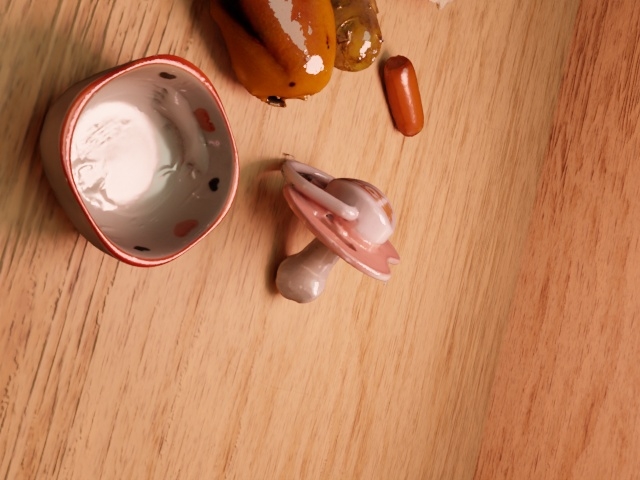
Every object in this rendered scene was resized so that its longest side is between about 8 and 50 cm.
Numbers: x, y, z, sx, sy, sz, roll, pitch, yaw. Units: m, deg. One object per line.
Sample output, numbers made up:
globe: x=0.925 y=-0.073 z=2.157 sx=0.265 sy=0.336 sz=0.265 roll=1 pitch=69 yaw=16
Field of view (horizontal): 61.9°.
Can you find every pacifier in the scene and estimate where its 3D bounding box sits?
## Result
pacifier: x=0.031 y=-0.010 z=0.962 sx=0.332 sy=0.220 sz=0.273 roll=-31 pitch=127 yaw=-73

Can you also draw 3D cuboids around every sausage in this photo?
sausage: x=0.193 y=-0.324 z=1.220 sx=0.076 sy=0.076 sz=0.198 roll=-54 pitch=138 yaw=-30

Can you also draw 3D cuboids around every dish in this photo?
dish: x=-0.230 y=-0.102 z=0.672 sx=0.256 sy=0.117 sz=0.256 roll=-19 pitch=114 yaw=-51

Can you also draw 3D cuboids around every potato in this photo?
potato: x=0.048 y=-0.392 z=0.971 sx=0.137 sy=0.137 sz=0.176 roll=31 pitch=52 yaw=-52

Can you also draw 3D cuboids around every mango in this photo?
mango: x=-0.071 y=-0.344 z=0.798 sx=0.201 sy=0.152 sz=0.287 roll=-36 pitch=124 yaw=-23

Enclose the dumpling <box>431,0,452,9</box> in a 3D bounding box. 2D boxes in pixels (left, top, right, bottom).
dumpling: x=0.272 y=-0.613 z=1.209 sx=0.162 sy=0.132 sz=0.250 roll=66 pitch=32 yaw=-26
